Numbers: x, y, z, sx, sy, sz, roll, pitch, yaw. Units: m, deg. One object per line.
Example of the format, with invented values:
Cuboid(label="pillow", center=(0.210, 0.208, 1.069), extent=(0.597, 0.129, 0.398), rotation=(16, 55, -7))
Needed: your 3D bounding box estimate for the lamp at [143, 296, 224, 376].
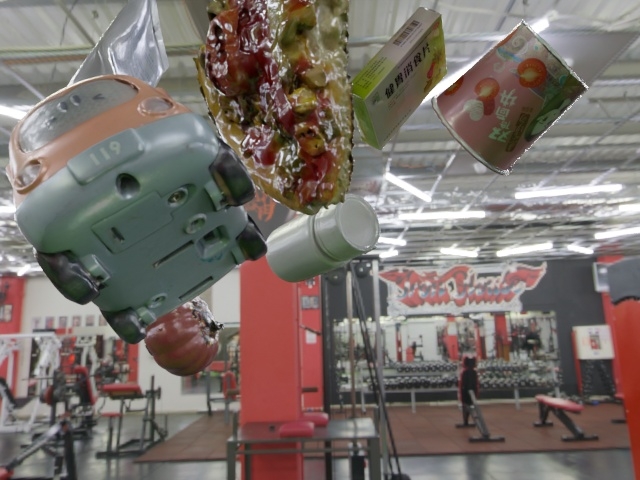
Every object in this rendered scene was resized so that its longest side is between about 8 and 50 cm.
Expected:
Cuboid(label="lamp", center=(-0.270, 0.178, 0.988), extent=(0.140, 0.182, 0.182), rotation=(-26, -14, 5))

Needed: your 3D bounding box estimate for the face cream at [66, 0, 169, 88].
Cuboid(label="face cream", center=(-0.419, -0.365, 1.077), extent=(0.137, 0.420, 0.235), rotation=(9, -37, 3))

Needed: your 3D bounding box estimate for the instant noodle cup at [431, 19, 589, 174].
Cuboid(label="instant noodle cup", center=(0.399, -0.299, 1.036), extent=(0.243, 0.243, 0.231), rotation=(9, -42, -42))

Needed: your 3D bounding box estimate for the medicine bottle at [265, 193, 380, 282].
Cuboid(label="medicine bottle", center=(0.000, 0.000, 1.073), extent=(0.144, 0.145, 0.252), rotation=(7, -20, -36))

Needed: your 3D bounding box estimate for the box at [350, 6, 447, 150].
Cuboid(label="box", center=(0.174, -0.350, 1.084), extent=(0.062, 0.260, 0.175), rotation=(36, -10, 30))

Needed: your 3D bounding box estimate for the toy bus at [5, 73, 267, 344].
Cuboid(label="toy bus", center=(-0.196, -0.048, 0.531), extent=(0.194, 0.232, 0.288), rotation=(-32, -24, -13))

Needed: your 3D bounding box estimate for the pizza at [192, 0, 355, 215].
Cuboid(label="pizza", center=(-0.075, -0.285, 0.688), extent=(0.130, 0.440, 0.406), rotation=(-11, -43, -35))
